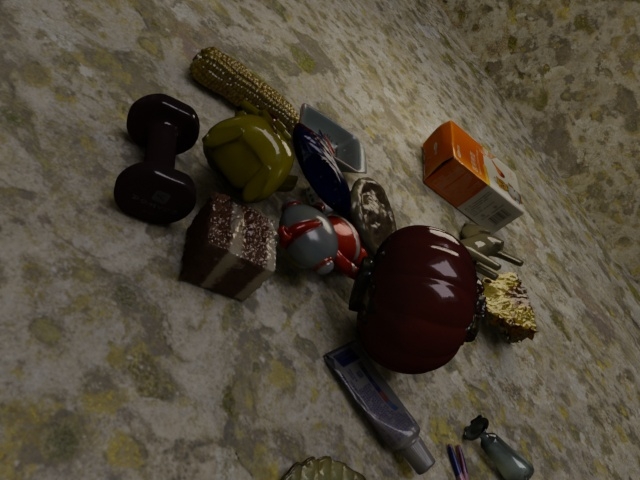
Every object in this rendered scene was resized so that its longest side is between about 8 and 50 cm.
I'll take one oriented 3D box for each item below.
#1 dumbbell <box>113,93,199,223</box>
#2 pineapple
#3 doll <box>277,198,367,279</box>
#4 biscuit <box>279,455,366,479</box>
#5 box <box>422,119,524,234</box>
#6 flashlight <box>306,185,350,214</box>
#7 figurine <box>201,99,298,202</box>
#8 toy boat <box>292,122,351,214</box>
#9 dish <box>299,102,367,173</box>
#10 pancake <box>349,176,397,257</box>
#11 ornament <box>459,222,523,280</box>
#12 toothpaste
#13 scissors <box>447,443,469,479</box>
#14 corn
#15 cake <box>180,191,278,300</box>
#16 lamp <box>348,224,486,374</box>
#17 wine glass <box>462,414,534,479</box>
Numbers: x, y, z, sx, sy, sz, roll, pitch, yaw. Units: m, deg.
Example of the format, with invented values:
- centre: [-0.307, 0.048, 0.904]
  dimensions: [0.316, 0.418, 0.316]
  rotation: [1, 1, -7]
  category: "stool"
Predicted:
- centre: [-0.291, -0.149, 1.050]
  dimensions: [0.140, 0.124, 0.226]
  rotation: [21, 45, -32]
  category: "dumbbell"
- centre: [0.493, 0.207, 1.596]
  dimensions: [0.139, 0.164, 0.250]
  rotation: [0, 42, 1]
  category: "pineapple"
- centre: [0.000, 0.000, 1.209]
  dimensions: [0.200, 0.105, 0.336]
  rotation: [62, 20, 15]
  category: "doll"
- centre: [0.014, 0.437, 0.916]
  dimensions: [0.273, 0.036, 0.187]
  rotation: [19, 46, -35]
  category: "biscuit"
- centre: [0.502, -0.211, 1.928]
  dimensions: [0.341, 0.143, 0.225]
  rotation: [34, 38, -21]
  category: "box"
- centre: [0.051, -0.100, 1.432]
  dimensions: [0.200, 0.047, 0.093]
  rotation: [8, 53, -42]
  category: "flashlight"
- centre: [-0.138, -0.175, 1.154]
  dimensions: [0.218, 0.169, 0.327]
  rotation: [58, -5, -7]
  category: "figurine"
- centre: [0.015, -0.159, 1.303]
  dimensions: [0.219, 0.071, 0.318]
  rotation: [65, 11, 0]
  category: "toy boat"
- centre: [0.025, -0.244, 1.521]
  dimensions: [0.234, 0.064, 0.154]
  rotation: [28, 41, -26]
  category: "dish"
- centre: [0.137, -0.055, 1.430]
  dimensions: [0.236, 0.042, 0.223]
  rotation: [4, 72, -60]
  category: "pancake"
- centre: [0.480, 0.017, 1.721]
  dimensions: [0.230, 0.061, 0.244]
  rotation: [-17, 36, -38]
  category: "ornament"
- centre: [0.118, 0.321, 1.119]
  dimensions: [0.282, 0.068, 0.099]
  rotation: [51, 4, 19]
  category: "toothpaste"
- centre: [0.289, 0.476, 1.190]
  dimensions: [0.039, 0.012, 0.113]
  rotation: [20, 45, -34]
  category: "scissors"
- centre: [-0.174, -0.355, 1.384]
  dimensions: [0.291, 0.101, 0.101]
  rotation: [32, 39, -19]
  category: "corn"
- centre: [-0.159, 0.014, 1.035]
  dimensions: [0.147, 0.134, 0.135]
  rotation: [22, 45, -23]
  category: "cake"
- centre: [0.193, 0.119, 1.171]
  dimensions: [0.256, 0.303, 0.303]
  rotation: [16, 41, -2]
  category: "lamp"
- centre: [0.389, 0.460, 1.264]
  dimensions: [0.155, 0.072, 0.072]
  rotation: [46, 36, -5]
  category: "wine glass"
